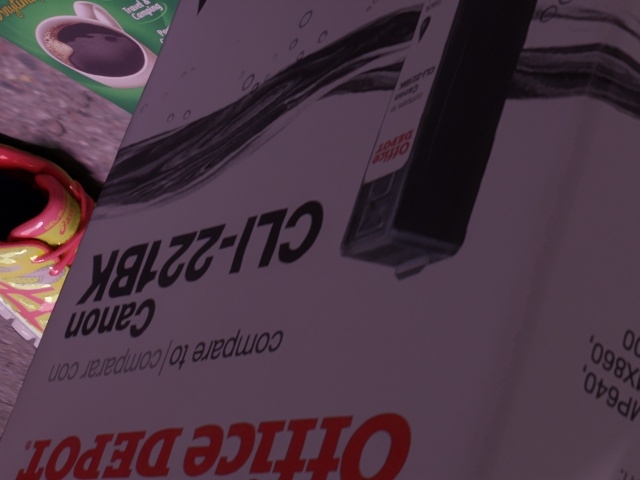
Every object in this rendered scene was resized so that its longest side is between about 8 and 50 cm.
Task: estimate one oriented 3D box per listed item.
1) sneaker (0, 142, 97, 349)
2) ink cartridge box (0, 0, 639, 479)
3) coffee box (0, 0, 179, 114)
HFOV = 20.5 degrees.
[{"bbox_3d":[-0.139,0.004,0.923,0.208,0.081,0.094,27,155,-19],"label":"sneaker"},{"bbox_3d":[0.043,-0.020,0.441,0.114,0.272,0.197,31,155,-30],"label":"ink cartridge box"},{"bbox_3d":[-0.065,-0.090,0.683,0.184,0.040,0.113,30,156,-27],"label":"coffee box"}]
